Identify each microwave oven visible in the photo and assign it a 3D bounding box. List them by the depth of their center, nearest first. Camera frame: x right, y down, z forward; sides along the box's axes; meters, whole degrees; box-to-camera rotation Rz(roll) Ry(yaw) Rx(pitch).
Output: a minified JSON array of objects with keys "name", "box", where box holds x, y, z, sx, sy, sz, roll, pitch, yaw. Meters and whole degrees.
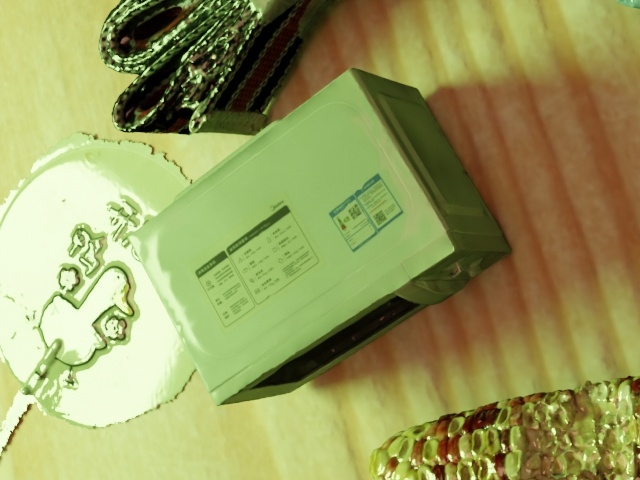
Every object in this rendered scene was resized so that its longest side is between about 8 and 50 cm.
[{"name":"microwave oven","box":[0.000,0.000,0.934,0.208,0.122,0.162,-34,74,21]}]

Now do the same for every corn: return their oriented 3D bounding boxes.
[{"name":"corn","box":[0.167,0.142,0.863,0.289,0.098,0.098,-16,82,25]}]

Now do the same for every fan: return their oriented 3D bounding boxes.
[{"name":"fan","box":[-0.228,0.105,1.105,0.233,0.012,0.415,38,104,23]}]

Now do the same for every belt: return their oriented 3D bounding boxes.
[{"name":"belt","box":[-0.010,-0.195,0.945,0.359,0.094,0.126,-36,76,26]}]

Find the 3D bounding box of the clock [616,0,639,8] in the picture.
[{"name":"clock","box":[0.221,-0.238,0.841,0.144,0.103,0.231,-28,75,32]}]
